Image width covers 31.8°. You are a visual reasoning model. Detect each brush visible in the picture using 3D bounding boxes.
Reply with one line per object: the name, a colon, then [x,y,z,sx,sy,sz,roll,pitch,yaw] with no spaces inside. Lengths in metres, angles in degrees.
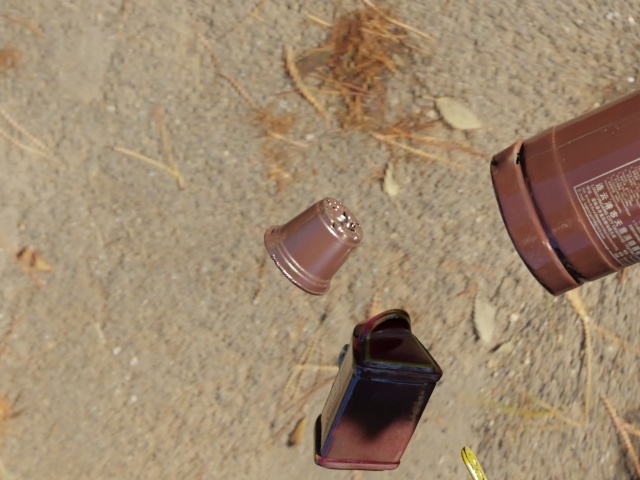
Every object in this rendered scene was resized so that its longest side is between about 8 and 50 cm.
brush: [0.186,0.291,1.050,0.010,0.082,0.218,-30,77,14]

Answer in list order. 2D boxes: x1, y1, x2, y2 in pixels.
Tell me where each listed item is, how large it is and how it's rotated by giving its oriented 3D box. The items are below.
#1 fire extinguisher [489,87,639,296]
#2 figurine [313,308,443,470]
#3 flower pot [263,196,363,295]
fire extinguisher: [0.235,-0.058,0.612,0.269,0.105,0.105,-25,89,24]
figurine: [0.045,0.119,0.992,0.082,0.098,0.154,9,120,-19]
flower pot: [0.000,0.000,1.393,0.089,0.111,0.111,-41,83,22]
